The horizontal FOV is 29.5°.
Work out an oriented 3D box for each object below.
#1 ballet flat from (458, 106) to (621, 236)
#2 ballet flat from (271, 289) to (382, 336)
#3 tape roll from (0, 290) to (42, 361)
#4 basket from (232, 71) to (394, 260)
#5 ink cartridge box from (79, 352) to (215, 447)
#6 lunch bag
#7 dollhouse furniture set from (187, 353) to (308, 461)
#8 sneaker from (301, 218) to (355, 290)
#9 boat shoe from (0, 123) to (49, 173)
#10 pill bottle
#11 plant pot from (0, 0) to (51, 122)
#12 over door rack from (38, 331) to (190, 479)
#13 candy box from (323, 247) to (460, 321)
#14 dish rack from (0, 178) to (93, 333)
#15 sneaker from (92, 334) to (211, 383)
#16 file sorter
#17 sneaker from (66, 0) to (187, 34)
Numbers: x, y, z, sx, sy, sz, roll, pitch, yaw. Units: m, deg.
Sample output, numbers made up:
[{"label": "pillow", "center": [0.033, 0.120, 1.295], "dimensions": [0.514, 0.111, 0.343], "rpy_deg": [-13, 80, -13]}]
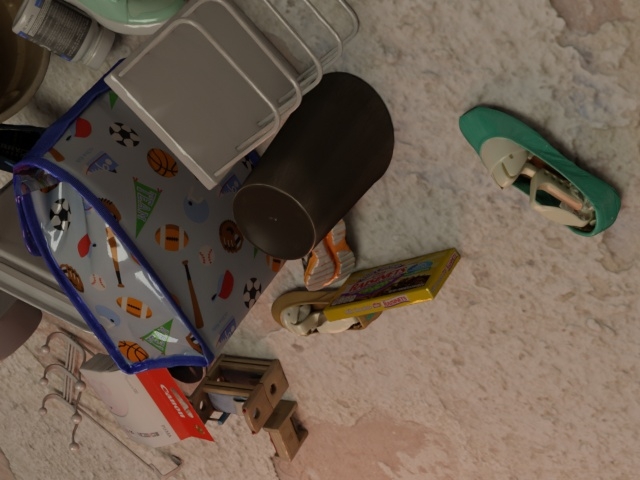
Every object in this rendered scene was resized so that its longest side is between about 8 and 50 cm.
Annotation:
[{"label": "ballet flat", "center": [0.281, -0.087, 1.598], "dimensions": [0.247, 0.087, 0.083], "rpy_deg": [33, 138, 4]}, {"label": "ballet flat", "center": [-0.005, 0.121, 1.977], "dimensions": [0.232, 0.073, 0.080], "rpy_deg": [-13, 119, 40]}, {"label": "tape roll", "center": [-0.646, 0.173, 2.332], "dimensions": [0.219, 0.219, 0.072], "rpy_deg": [-11, 121, 39]}, {"label": "basket", "center": [-0.013, -0.091, 1.683], "dimensions": [0.154, 0.227, 0.204], "rpy_deg": [20, 135, 17]}, {"label": "ink cartridge box", "center": [-0.316, 0.296, 2.195], "dimensions": [0.232, 0.066, 0.189], "rpy_deg": [7, 133, 54]}, {"label": "lunch bag", "center": [-0.254, -0.048, 1.808], "dimensions": [0.239, 0.328, 0.385], "rpy_deg": [-12, 121, 37]}, {"label": "dollhouse furniture set", "center": [-0.129, 0.321, 2.193], "dimensions": [0.129, 0.129, 0.184], "rpy_deg": [3, 128, 31]}, {"label": "sneaker", "center": [0.000, 0.000, 1.872], "dimensions": [0.083, 0.084, 0.215], "rpy_deg": [58, 162, 32]}, {"label": "boat shoe", "center": [-0.448, -0.132, 1.953], "dimensions": [0.258, 0.109, 0.089], "rpy_deg": [4, 176, -12]}, {"label": "pill bottle", "center": [-0.381, -0.313, 1.810], "dimensions": [0.137, 0.078, 0.078], "rpy_deg": [27, 142, -23]}, {"label": "plant pot", "center": [-0.629, -0.287, 1.874], "dimensions": [0.334, 0.334, 0.305], "rpy_deg": [50, 147, -15]}, {"label": "over door rack", "center": [-0.424, 0.345, 2.424], "dimensions": [0.324, 0.108, 0.239], "rpy_deg": [27, 138, 9]}, {"label": "candy box", "center": [0.106, 0.068, 1.836], "dimensions": [0.206, 0.105, 0.027], "rpy_deg": [-15, 113, 40]}, {"label": "dish rack", "center": [-0.405, -0.007, 1.972], "dimensions": [0.333, 0.285, 0.072], "rpy_deg": [25, 131, 11]}, {"label": "sneaker", "center": [-0.330, 0.161, 2.189], "dimensions": [0.126, 0.127, 0.321], "rpy_deg": [-19, 116, 40]}, {"label": "file sorter", "center": [-0.098, -0.243, 1.573], "dimensions": [0.193, 0.278, 0.173], "rpy_deg": [47, 132, -12]}, {"label": "sneaker", "center": [-0.300, -0.387, 1.700], "dimensions": [0.256, 0.094, 0.151], "rpy_deg": [24, 143, 17]}]
